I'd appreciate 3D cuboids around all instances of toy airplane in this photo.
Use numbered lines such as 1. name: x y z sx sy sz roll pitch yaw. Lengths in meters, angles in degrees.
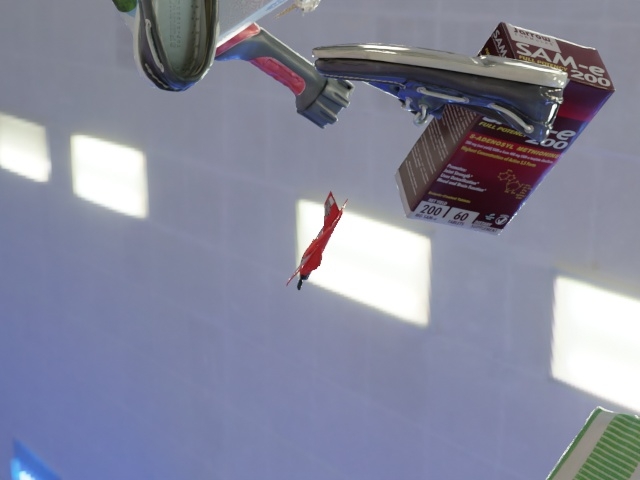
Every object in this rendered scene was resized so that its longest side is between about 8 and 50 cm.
1. toy airplane: 0.000 0.000 1.556 0.028 0.151 0.151 26 -54 3

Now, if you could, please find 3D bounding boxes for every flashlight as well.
1. flashlight: -0.091 -0.298 2.058 0.103 0.304 0.103 -24 -139 48

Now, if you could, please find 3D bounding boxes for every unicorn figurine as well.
1. unicorn figurine: -0.007 -0.371 1.584 0.060 0.162 0.111 13 -51 13

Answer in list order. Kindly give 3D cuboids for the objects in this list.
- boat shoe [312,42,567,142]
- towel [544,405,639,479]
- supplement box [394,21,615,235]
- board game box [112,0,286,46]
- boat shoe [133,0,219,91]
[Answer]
1. boat shoe: 0.092 -0.120 0.970 0.075 0.206 0.065 -74 172 -74
2. towel: 0.351 0.308 1.375 0.038 0.248 0.325 44 -14 -16
3. supplement box: 0.196 -0.115 1.315 0.239 0.130 0.073 -57 -147 40
4. board game box: -0.149 -0.420 1.499 0.318 0.066 0.318 -32 -89 12
5. boat shoe: -0.159 -0.320 1.350 0.091 0.114 0.303 -164 -113 -65
